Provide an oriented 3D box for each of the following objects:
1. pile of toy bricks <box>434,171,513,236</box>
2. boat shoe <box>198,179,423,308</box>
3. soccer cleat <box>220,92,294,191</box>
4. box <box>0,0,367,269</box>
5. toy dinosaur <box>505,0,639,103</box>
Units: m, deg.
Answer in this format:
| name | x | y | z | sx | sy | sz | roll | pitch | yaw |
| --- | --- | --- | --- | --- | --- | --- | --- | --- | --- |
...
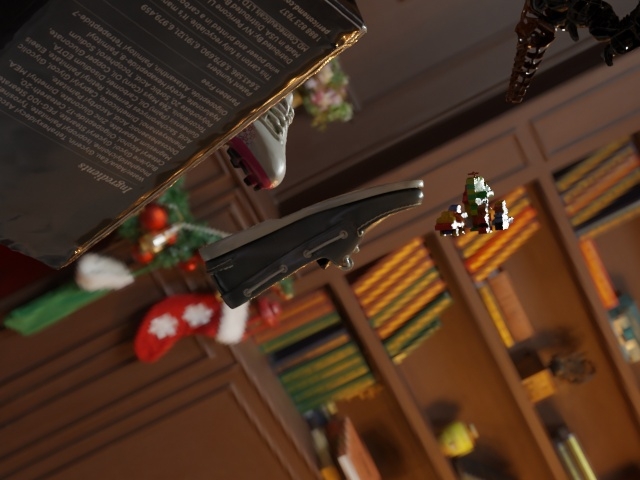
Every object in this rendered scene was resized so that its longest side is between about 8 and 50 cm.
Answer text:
| name | x | y | z | sx | sy | sz | roll | pitch | yaw |
| --- | --- | --- | --- | --- | --- | --- | --- | --- | --- |
| pile of toy bricks | 0.278 | -0.071 | 1.873 | 0.212 | 0.118 | 0.105 | -16 | 100 | -61 |
| boat shoe | 0.000 | 0.000 | 1.420 | 0.116 | 0.319 | 0.099 | 167 | -96 | -77 |
| soccer cleat | -0.095 | -0.183 | 1.598 | 0.116 | 0.143 | 0.331 | 58 | -4 | -28 |
| box | -0.266 | -0.313 | 1.200 | 0.297 | 0.472 | 0.480 | 29 | 33 | -44 |
| toy dinosaur | 0.367 | -0.345 | 1.498 | 0.218 | 0.164 | 0.322 | -133 | -132 | -57 |
